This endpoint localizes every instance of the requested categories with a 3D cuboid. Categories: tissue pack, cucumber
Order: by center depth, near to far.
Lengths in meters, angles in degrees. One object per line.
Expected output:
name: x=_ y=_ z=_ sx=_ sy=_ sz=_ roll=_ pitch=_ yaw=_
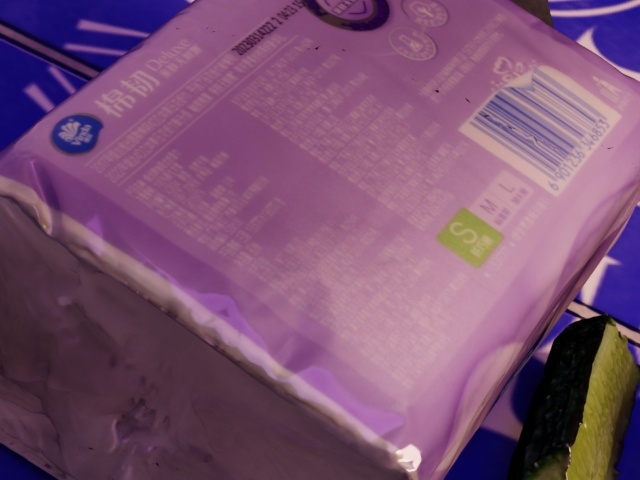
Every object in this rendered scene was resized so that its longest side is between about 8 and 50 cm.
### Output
tissue pack: x=0.000 y=0.000 z=0.866 sx=0.242 sy=0.160 sz=0.338 roll=33 pitch=44 yaw=11
cucumber: x=0.126 y=0.107 z=0.890 sx=0.046 sy=0.070 sz=0.220 roll=2 pitch=36 yaw=19

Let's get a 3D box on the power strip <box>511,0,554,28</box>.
power strip: x=0.087 y=-0.203 z=1.177 sx=0.105 sy=0.070 sz=0.256 roll=13 pitch=45 yaw=-16
